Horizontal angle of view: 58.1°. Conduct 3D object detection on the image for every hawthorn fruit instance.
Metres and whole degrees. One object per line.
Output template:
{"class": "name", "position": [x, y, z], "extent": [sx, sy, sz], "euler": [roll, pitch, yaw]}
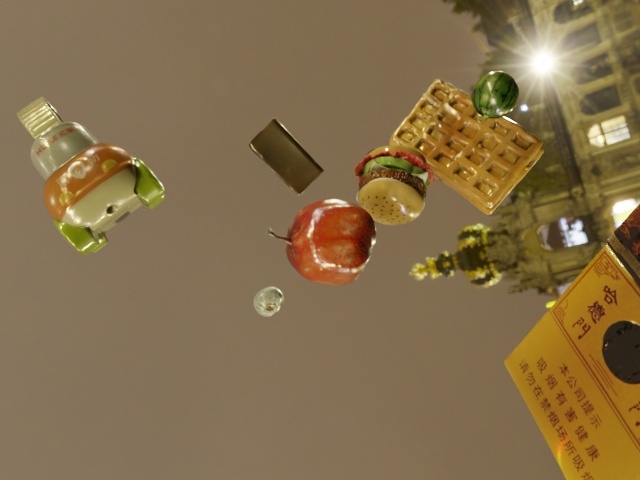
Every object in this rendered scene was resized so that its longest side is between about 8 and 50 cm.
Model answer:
{"class": "hawthorn fruit", "position": [0.000, 0.000, 1.035], "extent": [0.194, 0.157, 0.157], "euler": [5, -114, -16]}

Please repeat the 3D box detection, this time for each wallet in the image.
{"class": "wallet", "position": [-0.093, -0.225, 1.566], "extent": [0.198, 0.031, 0.110], "euler": [45, -105, -12]}

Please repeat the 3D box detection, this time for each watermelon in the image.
{"class": "watermelon", "position": [0.369, -0.303, 1.223], "extent": [0.109, 0.109, 0.109], "euler": [31, -129, -47]}

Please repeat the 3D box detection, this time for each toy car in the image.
{"class": "toy car", "position": [-0.347, -0.105, 0.825], "extent": [0.145, 0.235, 0.235], "euler": [-40, -64, -12]}

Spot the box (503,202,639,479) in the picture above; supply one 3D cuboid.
{"class": "box", "position": [0.441, 0.150, 0.767], "extent": [0.115, 0.415, 0.264], "euler": [2, -134, -21]}

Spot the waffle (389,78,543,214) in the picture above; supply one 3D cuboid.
{"class": "waffle", "position": [0.351, -0.236, 1.419], "extent": [0.327, 0.224, 0.098], "euler": [40, 177, 21]}

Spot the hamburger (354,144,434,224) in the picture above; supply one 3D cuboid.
{"class": "hamburger", "position": [0.150, -0.107, 1.221], "extent": [0.175, 0.175, 0.137], "euler": [38, -126, -42]}

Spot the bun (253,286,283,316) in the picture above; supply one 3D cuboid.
{"class": "bun", "position": [-0.131, 0.157, 1.461], "extent": [0.083, 0.083, 0.045], "euler": [43, -167, -39]}
